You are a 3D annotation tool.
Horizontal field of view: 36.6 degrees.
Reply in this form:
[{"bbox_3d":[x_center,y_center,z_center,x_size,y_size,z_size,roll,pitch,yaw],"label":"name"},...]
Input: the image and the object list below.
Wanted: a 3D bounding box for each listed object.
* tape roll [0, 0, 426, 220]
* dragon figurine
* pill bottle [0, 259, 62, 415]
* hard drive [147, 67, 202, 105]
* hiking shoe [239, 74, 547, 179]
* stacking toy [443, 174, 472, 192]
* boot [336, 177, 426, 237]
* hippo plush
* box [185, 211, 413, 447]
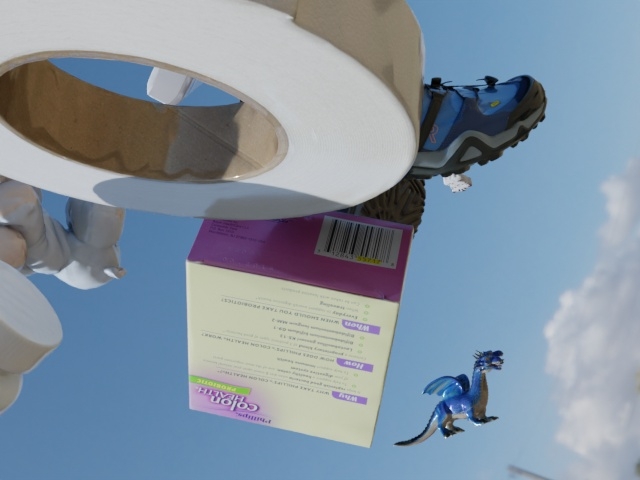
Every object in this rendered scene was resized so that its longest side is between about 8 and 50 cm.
[{"bbox_3d":[-0.119,-0.110,0.668,0.392,0.392,0.072,46,-132,-64],"label":"tape roll"},{"bbox_3d":[0.266,0.319,1.962,0.085,0.289,0.144,1,-115,-55],"label":"dragon figurine"},{"bbox_3d":[-0.327,0.121,0.799,0.221,0.121,0.121,-41,-23,8],"label":"pill bottle"},{"bbox_3d":[-0.109,-0.302,1.181,0.233,0.047,0.353,-61,6,18],"label":"hard drive"},{"bbox_3d":[0.084,-0.126,0.950,0.304,0.113,0.132,-19,-74,-13],"label":"hiking shoe"},{"bbox_3d":[0.179,-0.146,1.823,0.052,0.221,0.167,34,-136,-45],"label":"stacking toy"},{"bbox_3d":[-0.003,-0.002,1.508,0.131,0.260,0.348,47,-125,-34],"label":"boot"},{"bbox_3d":[-0.422,0.009,1.536,0.236,0.234,0.294,9,-82,-24],"label":"hippo plush"},{"bbox_3d":[-0.026,0.087,1.043,0.117,0.213,0.243,-74,-8,-47],"label":"box"}]
